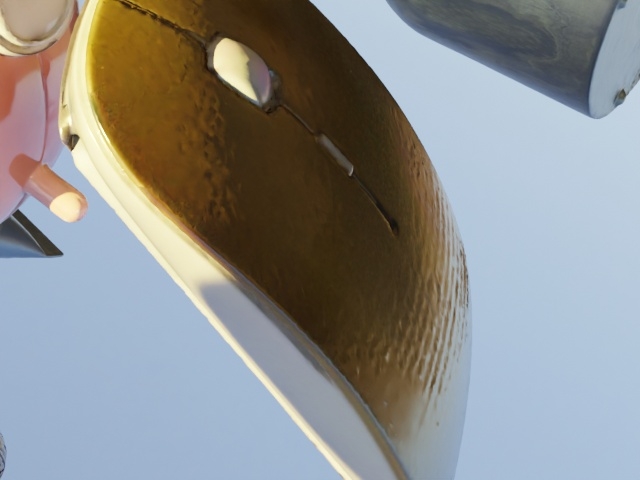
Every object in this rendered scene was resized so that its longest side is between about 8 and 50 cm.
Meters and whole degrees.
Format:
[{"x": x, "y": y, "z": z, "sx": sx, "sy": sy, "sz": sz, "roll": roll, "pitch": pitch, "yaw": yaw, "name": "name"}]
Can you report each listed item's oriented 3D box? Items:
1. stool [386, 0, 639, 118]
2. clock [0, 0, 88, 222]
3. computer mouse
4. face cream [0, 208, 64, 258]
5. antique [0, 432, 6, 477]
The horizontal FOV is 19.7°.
[{"x": 0.080, "y": -0.202, "z": 1.034, "sx": 0.264, "sy": 0.179, "sz": 0.179, "roll": 29, "pitch": -159, "yaw": 17, "name": "stool"}, {"x": -0.188, "y": -0.100, "z": 0.727, "sx": 0.241, "sy": 0.227, "sz": 0.142, "roll": 3, "pitch": -143, "yaw": 39, "name": "clock"}, {"x": 0.000, "y": 0.000, "z": 0.633, "sx": 0.245, "sy": 0.056, "sz": 0.126, "roll": 53, "pitch": -144, "yaw": -36, "name": "computer mouse"}, {"x": -0.329, "y": -0.029, "z": 1.315, "sx": 0.135, "sy": 0.086, "sz": 0.385, "roll": 43, "pitch": -163, "yaw": 18, "name": "face cream"}, {"x": -0.282, "y": 0.157, "z": 1.358, "sx": 0.104, "sy": 0.104, "sz": 0.104, "roll": 20, "pitch": -159, "yaw": -8, "name": "antique"}]
